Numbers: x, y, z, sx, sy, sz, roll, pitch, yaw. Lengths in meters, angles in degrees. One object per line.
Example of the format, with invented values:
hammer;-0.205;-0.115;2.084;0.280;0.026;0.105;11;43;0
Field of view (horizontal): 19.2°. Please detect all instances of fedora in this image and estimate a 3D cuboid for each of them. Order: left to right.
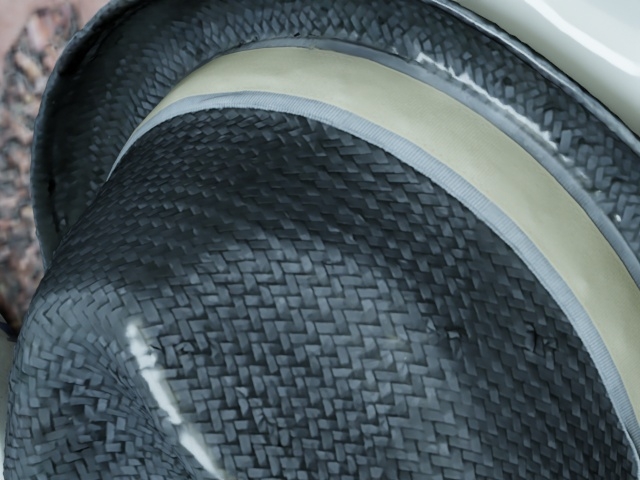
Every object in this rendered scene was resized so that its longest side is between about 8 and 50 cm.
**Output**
fedora;-0.003;0.082;0.626;0.334;0.152;0.334;19;131;24

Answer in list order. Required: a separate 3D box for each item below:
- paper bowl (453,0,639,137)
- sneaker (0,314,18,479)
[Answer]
paper bowl;0.137;-0.119;0.649;0.284;0.148;0.284;-1;81;7
sneaker;-0.201;0.097;0.767;0.182;0.127;0.315;-36;70;9
